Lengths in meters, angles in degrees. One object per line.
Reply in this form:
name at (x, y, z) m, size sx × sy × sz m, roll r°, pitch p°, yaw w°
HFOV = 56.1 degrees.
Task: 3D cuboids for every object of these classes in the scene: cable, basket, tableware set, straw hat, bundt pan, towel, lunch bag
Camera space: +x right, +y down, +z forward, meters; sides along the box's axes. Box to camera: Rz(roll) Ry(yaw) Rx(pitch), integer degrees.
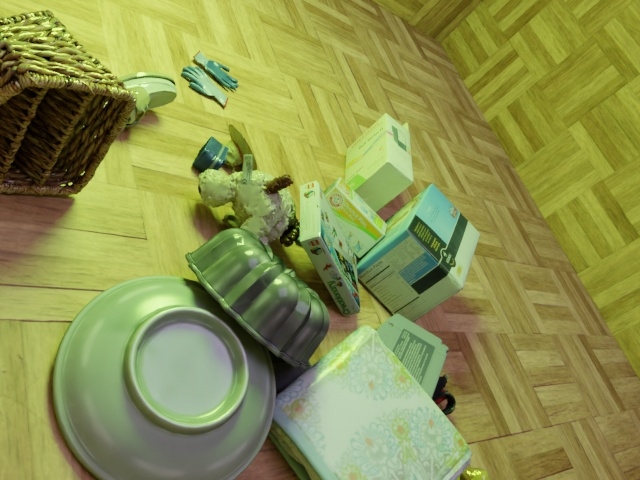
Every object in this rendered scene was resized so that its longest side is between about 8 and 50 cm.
cable at (0.251, 0.414, 1.533) m, size 0.287 × 0.072 × 0.139 m, roll -22°, pitch 91°, yaw -42°
basket at (-0.502, -0.200, 1.030) m, size 0.223 × 0.299 × 0.213 m, roll 45°, pitch 34°, yaw -6°
tableware set at (-0.174, -0.040, 1.498) m, size 0.141 × 0.020 × 0.169 m, roll 38°, pitch 36°, yaw -15°
straw hat at (-0.229, -0.229, 1.577) m, size 0.061 × 0.144 × 0.144 m, roll -30°, pitch 79°, yaw -17°
bundt pan at (-0.107, 0.098, 1.201) m, size 0.331 × 0.124 × 0.331 m, roll 45°, pitch 0°, yaw 0°
towel at (0.101, 0.402, 1.219) m, size 0.320 × 0.090 × 0.374 m, roll -33°, pitch 79°, yaw -37°
lunch bag at (-0.271, -0.210, 1.511) m, size 0.065 × 0.067 × 0.098 m, roll 37°, pitch 34°, yaw -19°

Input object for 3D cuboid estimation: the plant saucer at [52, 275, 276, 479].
plant saucer at (-0.236, 0.228, 1.028) m, size 0.400 × 0.100 × 0.400 m, roll 19°, pitch 53°, yaw -27°

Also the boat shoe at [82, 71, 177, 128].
boat shoe at (-0.451, -0.313, 1.380) m, size 0.302 × 0.113 × 0.103 m, roll -22°, pitch 76°, yaw -44°

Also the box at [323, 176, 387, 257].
box at (0.083, -0.068, 1.722) m, size 0.203 × 0.103 × 0.114 m, roll 45°, pitch 19°, yaw -6°

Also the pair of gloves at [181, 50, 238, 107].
pair of gloves at (-0.320, -0.475, 1.757) m, size 0.159 × 0.023 × 0.198 m, roll 37°, pitch 36°, yaw -20°

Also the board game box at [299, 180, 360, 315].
board game box at (0.026, 0.025, 1.506) m, size 0.193 × 0.053 × 0.305 m, roll -91°, pitch 160°, yaw -44°

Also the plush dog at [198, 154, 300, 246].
plush dog at (-0.134, -0.091, 1.434) m, size 0.262 × 0.210 × 0.225 m, roll 55°, pitch 11°, yaw 4°

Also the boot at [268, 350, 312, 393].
boot at (-0.113, 0.237, 1.249) m, size 0.208 × 0.076 × 0.190 m, roll 7°, pitch 65°, yaw -37°

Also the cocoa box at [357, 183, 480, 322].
cocoa box at (0.289, 0.033, 1.760) m, size 0.228 × 0.231 × 0.347 m, roll 46°, pitch 34°, yaw -4°

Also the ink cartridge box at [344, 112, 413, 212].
ink cartridge box at (0.186, -0.267, 1.959) m, size 0.119 × 0.207 × 0.353 m, roll 34°, pitch 36°, yaw -23°

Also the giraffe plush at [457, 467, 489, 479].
giraffe plush at (0.272, 0.591, 1.268) m, size 0.170 × 0.181 × 0.210 m, roll 9°, pitch 33°, yaw -29°

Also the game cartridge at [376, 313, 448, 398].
game cartridge at (0.203, 0.309, 1.505) m, size 0.196 × 0.060 × 0.294 m, roll 34°, pitch 35°, yaw 6°

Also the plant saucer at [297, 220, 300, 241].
plant saucer at (0.000, 0.000, 1.659) m, size 0.192 × 0.018 × 0.067 m, roll 21°, pitch 43°, yaw -37°
